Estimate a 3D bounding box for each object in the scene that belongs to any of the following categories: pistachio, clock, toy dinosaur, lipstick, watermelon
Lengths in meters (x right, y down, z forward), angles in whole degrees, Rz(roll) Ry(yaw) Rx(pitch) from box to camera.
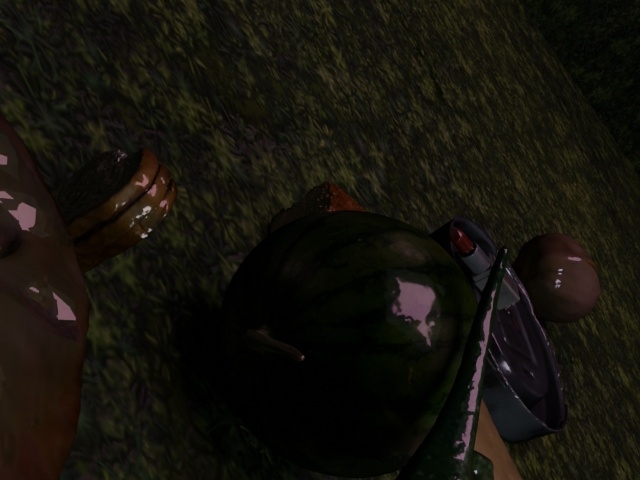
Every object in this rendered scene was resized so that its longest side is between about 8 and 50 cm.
[{"bbox_3d":[0.335,0.055,1.639,0.185,0.124,0.124,25,42,-54],"label":"pistachio"},{"bbox_3d":[0.202,0.106,1.372,0.280,0.055,0.280,49,25,-32],"label":"clock"},{"bbox_3d":[0.022,0.196,0.642,0.301,0.087,0.447,20,70,-48],"label":"toy dinosaur"},{"bbox_3d":[0.175,0.026,1.287,0.129,0.030,0.030,46,26,-35],"label":"lipstick"},{"bbox_3d":[0.012,0.072,0.814,0.214,0.188,0.188,2,61,-45],"label":"watermelon"}]

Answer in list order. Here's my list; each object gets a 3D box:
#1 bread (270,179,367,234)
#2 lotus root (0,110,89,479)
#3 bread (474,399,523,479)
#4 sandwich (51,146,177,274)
[{"bbox_3d":[0.001,0.002,1.003,0.070,0.083,0.077,43,24,-21],"label":"bread"},{"bbox_3d":[-0.245,0.007,0.416,0.390,0.111,0.375,35,35,-48],"label":"lotus root"},{"bbox_3d":[0.133,0.192,1.103,0.178,0.060,0.139,61,21,-1],"label":"bread"},{"bbox_3d":[-0.130,-0.022,0.709,0.036,0.105,0.093,52,27,-25],"label":"sandwich"}]
